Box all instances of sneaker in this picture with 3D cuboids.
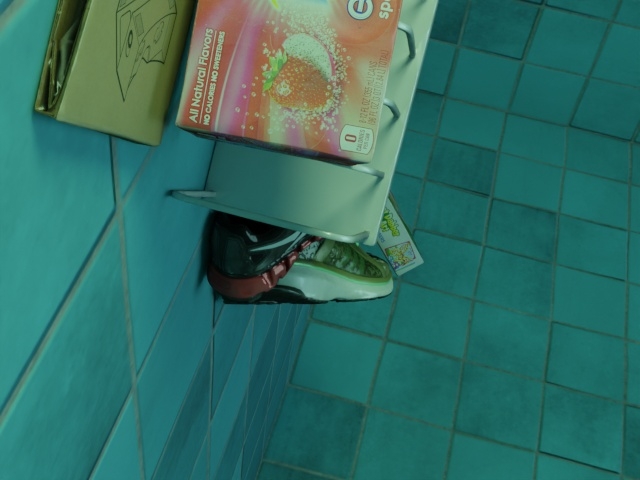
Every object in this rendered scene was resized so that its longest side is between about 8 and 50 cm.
[{"bbox_3d":[-0.034,-0.050,1.101,0.276,0.098,0.135,-42,147,-31],"label":"sneaker"},{"bbox_3d":[0.000,0.000,1.327,0.410,0.158,0.182,4,85,-67],"label":"sneaker"}]

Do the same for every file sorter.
[{"bbox_3d":[-0.012,-0.149,0.883,0.173,0.193,0.277,-11,115,-81],"label":"file sorter"}]

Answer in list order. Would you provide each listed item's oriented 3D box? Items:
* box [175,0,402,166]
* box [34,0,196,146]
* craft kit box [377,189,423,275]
[{"bbox_3d":[-0.011,-0.218,0.711,0.142,0.154,0.300,-123,-136,-85],"label":"box"},{"bbox_3d":[-0.123,-0.149,0.599,0.201,0.021,0.164,-12,117,-85],"label":"box"},{"bbox_3d":[0.066,-0.107,1.448,0.246,0.061,0.250,52,12,-43],"label":"craft kit box"}]
